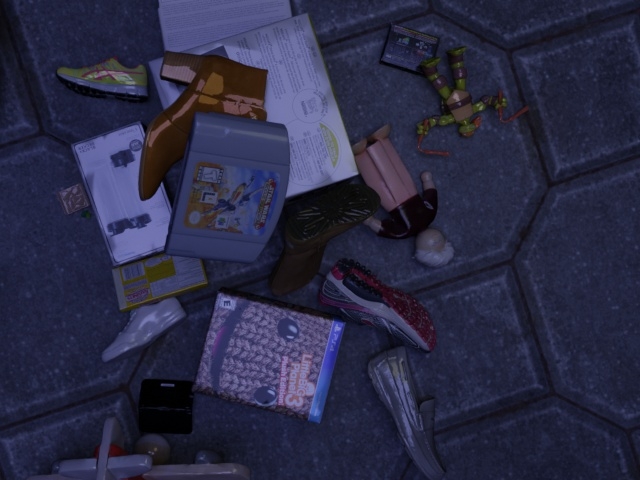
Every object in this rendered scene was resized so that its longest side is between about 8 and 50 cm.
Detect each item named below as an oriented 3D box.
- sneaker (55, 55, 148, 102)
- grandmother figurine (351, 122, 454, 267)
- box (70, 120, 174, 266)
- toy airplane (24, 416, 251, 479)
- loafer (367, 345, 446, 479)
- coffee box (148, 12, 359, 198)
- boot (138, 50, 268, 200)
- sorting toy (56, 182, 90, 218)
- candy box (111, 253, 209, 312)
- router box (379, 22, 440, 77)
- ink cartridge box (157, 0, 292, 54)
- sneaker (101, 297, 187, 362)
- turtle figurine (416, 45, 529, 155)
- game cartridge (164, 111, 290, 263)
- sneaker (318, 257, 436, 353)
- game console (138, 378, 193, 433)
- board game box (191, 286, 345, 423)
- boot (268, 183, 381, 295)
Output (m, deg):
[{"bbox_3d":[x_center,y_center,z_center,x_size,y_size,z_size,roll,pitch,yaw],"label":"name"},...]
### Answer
[{"bbox_3d":[-0.488,-0.372,1.884,0.208,0.081,0.094,8,83,-9],"label":"sneaker"},{"bbox_3d":[0.187,-0.084,1.901,0.208,0.104,0.342,-34,91,-8],"label":"grandmother figurine"},{"bbox_3d":[-0.427,-0.102,1.878,0.169,0.087,0.290,-21,91,-3],"label":"box"},{"bbox_3d":[-0.397,0.511,1.794,0.386,0.272,0.384,32,121,-16],"label":"toy airplane"},{"bbox_3d":[0.216,0.393,1.902,0.111,0.112,0.319,-26,91,6],"label":"loafer"},{"bbox_3d":[-0.129,-0.234,1.766,0.334,0.337,0.338,-18,91,-2],"label":"coffee box"},{"bbox_3d":[-0.212,-0.195,1.547,0.211,0.104,0.295,13,96,-8],"label":"boot"},{"bbox_3d":[-0.558,-0.083,1.908,0.062,0.012,0.083,-23,88,-7],"label":"sorting toy"},{"bbox_3d":[-0.363,0.084,1.894,0.206,0.027,0.105,-17,67,-2],"label":"candy box"},{"bbox_3d":[0.206,-0.439,1.932,0.122,0.038,0.092,17,90,-3],"label":"router box"},{"bbox_3d":[-0.219,-0.538,1.896,0.296,0.066,0.261,-9,91,-3],"label":"ink cartridge box"},{"bbox_3d":[-0.413,0.194,1.896,0.212,0.080,0.094,-33,80,-9],"label":"sneaker"},{"bbox_3d":[0.325,-0.328,1.912,0.269,0.087,0.217,-20,107,4],"label":"turtle figurine"},{"bbox_3d":[-0.165,-0.087,1.544,0.198,0.062,0.297,9,122,-15],"label":"game cartridge"},{"bbox_3d":[0.135,0.161,1.907,0.299,0.121,0.112,35,118,-3],"label":"sneaker"},{"bbox_3d":[-0.353,0.382,1.923,0.122,0.071,0.107,3,60,-4],"label":"game console"},{"bbox_3d":[-0.115,0.252,1.869,0.291,0.141,0.232,14,90,-3],"label":"board game box"},{"bbox_3d":[0.000,0.000,1.825,0.236,0.269,0.089,-22,68,-19],"label":"boot"}]
